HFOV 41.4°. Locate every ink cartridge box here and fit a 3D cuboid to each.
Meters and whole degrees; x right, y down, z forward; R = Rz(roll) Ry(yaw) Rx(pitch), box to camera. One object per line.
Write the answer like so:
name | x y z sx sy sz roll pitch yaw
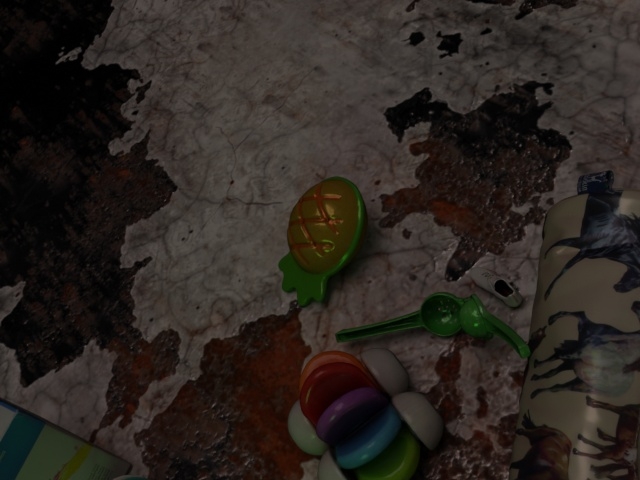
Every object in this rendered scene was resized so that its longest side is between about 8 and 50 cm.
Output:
ink cartridge box | -0.404 0.306 1.094 0.171 0.233 0.168 13 68 35

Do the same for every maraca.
maraca | 0.000 0.000 1.174 0.127 0.099 0.186 39 108 46

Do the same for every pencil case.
pencil case | 0.292 0.135 0.860 0.160 0.183 0.410 21 62 -10

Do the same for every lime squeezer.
lime squeezer | 0.152 0.094 1.003 0.310 0.110 0.059 -3 93 53

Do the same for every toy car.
toy car | 0.039 0.203 0.981 0.159 0.136 0.182 -38 49 1

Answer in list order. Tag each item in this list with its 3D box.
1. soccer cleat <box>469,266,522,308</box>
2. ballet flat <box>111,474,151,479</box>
soccer cleat | 0.216 0.053 1.052 0.029 0.035 0.083 -44 49 -5
ballet flat | -0.238 0.474 0.973 0.139 0.139 0.400 -19 48 16
